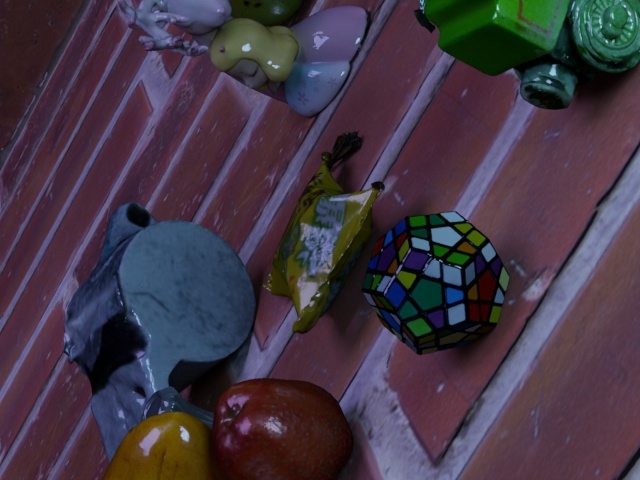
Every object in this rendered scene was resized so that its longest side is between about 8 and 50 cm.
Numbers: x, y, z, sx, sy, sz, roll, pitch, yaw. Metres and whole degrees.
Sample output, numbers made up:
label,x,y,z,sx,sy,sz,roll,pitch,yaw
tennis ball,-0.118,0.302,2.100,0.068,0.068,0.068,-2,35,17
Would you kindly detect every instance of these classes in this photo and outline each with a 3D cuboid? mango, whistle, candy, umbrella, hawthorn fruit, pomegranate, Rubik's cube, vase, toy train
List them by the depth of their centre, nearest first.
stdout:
label,x,y,z,sx,sy,sz,roll,pitch,yaw
toy train,0.203,-0.247,1.507,0.132,0.188,0.243,-18,51,63
Rubik's cube,0.104,0.038,1.524,0.112,0.133,0.133,-42,18,-12
hawthorn fruit,-0.043,0.199,1.657,0.133,0.138,0.133,-47,25,30
mango,-0.148,0.282,1.738,0.126,0.154,0.252,-37,-43,-51
vase,-0.116,0.208,1.803,0.081,0.149,0.081,-49,25,33
candy,0.000,0.000,1.866,0.187,0.081,0.297,-65,11,6
umbrella,0.024,-0.106,1.999,0.083,0.031,0.020,-42,62,49
whistle,-0.210,0.150,2.034,0.168,0.188,0.405,-38,34,49
pomegranate,-0.080,-0.400,2.406,0.220,0.156,0.156,-63,21,-9

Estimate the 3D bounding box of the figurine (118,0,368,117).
label,x,y,z,sx,sy,sz,roll,pitch,yaw
figurine,-0.097,-0.288,2.088,0.284,0.316,0.206,18,88,67
